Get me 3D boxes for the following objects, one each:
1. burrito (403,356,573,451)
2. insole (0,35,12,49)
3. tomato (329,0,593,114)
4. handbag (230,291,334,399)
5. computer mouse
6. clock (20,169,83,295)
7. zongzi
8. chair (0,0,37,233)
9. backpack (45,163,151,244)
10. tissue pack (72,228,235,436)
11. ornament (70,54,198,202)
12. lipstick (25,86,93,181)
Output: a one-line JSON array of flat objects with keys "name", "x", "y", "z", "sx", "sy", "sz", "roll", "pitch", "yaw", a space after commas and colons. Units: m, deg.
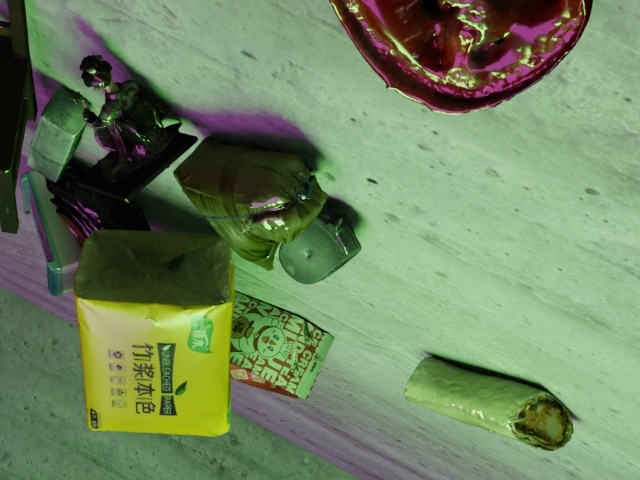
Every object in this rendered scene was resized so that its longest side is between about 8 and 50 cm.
[{"name": "burrito", "x": 0.317, "y": 0.308, "z": 1.841, "sx": 0.299, "sy": 0.105, "sz": 0.143, "roll": 14, "pitch": 164, "yaw": 33}, {"name": "insole", "x": -0.603, "y": -0.389, "z": 1.535, "sx": 0.322, "sy": 0.007, "sz": 0.109, "roll": 37, "pitch": 156, "yaw": -21}, {"name": "tomato", "x": 0.125, "y": -0.223, "z": 0.853, "sx": 0.228, "sy": 0.101, "sz": 0.228, "roll": 15, "pitch": 146, "yaw": 11}, {"name": "handbag", "x": -0.124, "y": 0.243, "z": 2.166, "sx": 0.298, "sy": 0.171, "sz": 0.151, "roll": 21, "pitch": 157, "yaw": 24}, {"name": "computer mouse", "x": 0.003, "y": -0.003, "z": 1.573, "sx": 0.113, "sy": 0.068, "sz": 0.229, "roll": 45, "pitch": 147, "yaw": 0}, {"name": "clock", "x": -0.573, "y": -0.018, "z": 2.151, "sx": 0.231, "sy": 0.116, "sz": 0.262, "roll": 69, "pitch": 160, "yaw": 10}, {"name": "zongzi", "x": -0.065, "y": -0.023, "z": 1.485, "sx": 0.250, "sy": 0.125, "sz": 0.274, "roll": 16, "pitch": 146, "yaw": 45}, {"name": "chair", "x": -0.532, "y": -0.208, "z": 1.425, "sx": 0.203, "sy": 0.241, "sz": 0.416, "roll": 10, "pitch": 156, "yaw": -8}, {"name": "backpack", "x": -0.458, "y": -0.059, "z": 1.968, "sx": 0.258, "sy": 0.133, "sz": 0.206, "roll": 47, "pitch": 163, "yaw": -25}, {"name": "tissue pack", "x": -0.314, "y": 0.187, "z": 1.906, "sx": 0.293, "sy": 0.228, "sz": 0.382, "roll": 3, "pitch": 129, "yaw": -4}, {"name": "ornament", "x": -0.311, "y": -0.193, "z": 1.453, "sx": 0.153, "sy": 0.166, "sz": 0.196, "roll": 19, "pitch": 145, "yaw": 44}, {"name": "lipstick", "x": -0.469, "y": -0.184, "z": 1.739, "sx": 0.076, "sy": 0.077, "sz": 0.289, "roll": 33, "pitch": 158, "yaw": -10}]
